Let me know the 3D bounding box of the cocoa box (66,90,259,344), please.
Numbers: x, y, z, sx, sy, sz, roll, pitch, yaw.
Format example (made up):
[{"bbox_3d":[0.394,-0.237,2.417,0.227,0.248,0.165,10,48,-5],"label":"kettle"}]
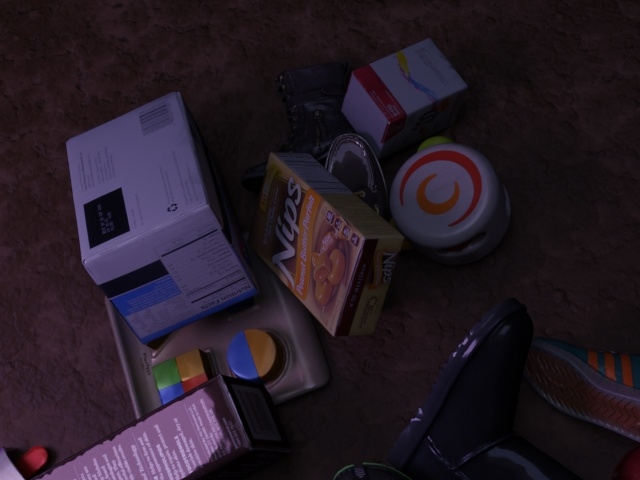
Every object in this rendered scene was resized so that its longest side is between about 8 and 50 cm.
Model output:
[{"bbox_3d":[-0.276,-0.042,1.924,0.231,0.228,0.347,-24,42,3],"label":"cocoa box"}]

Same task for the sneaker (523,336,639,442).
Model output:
[{"bbox_3d":[0.469,0.230,1.811,0.302,0.108,0.121,26,39,32],"label":"sneaker"}]

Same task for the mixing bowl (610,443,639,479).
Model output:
[{"bbox_3d":[0.544,0.389,1.732,0.181,0.098,0.181,-4,69,11],"label":"mixing bowl"}]

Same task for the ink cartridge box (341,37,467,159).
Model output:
[{"bbox_3d":[0.150,-0.254,2.002,0.176,0.128,0.127,-27,68,-20],"label":"ink cartridge box"}]

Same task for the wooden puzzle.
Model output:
[{"bbox_3d":[-0.193,0.163,1.972,0.348,0.080,0.322,-21,67,3],"label":"wooden puzzle"}]

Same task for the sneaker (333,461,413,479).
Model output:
[{"bbox_3d":[0.133,0.563,1.669,0.185,0.202,0.482,-22,74,13],"label":"sneaker"}]

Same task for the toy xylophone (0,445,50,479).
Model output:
[{"bbox_3d":[-0.526,0.512,1.912,0.236,0.081,0.322,-36,68,-3],"label":"toy xylophone"}]

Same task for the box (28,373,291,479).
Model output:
[{"bbox_3d":[-0.260,0.368,1.817,0.381,0.191,0.143,-28,71,12],"label":"box"}]

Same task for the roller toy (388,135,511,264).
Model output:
[{"bbox_3d":[0.226,-0.057,1.932,0.191,0.146,0.209,27,83,28],"label":"roller toy"}]

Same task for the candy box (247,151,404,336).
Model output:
[{"bbox_3d":[0.000,0.000,1.852,0.316,0.088,0.183,44,125,47],"label":"candy box"}]

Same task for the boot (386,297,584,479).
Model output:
[{"bbox_3d":[0.361,0.355,1.698,0.445,0.146,0.367,41,120,25],"label":"boot"}]

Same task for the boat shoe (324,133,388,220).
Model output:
[{"bbox_3d":[0.056,-0.033,1.946,0.117,0.097,0.324,-2,85,9],"label":"boat shoe"}]

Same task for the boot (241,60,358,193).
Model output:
[{"bbox_3d":[-0.044,-0.215,2.082,0.263,0.091,0.229,-16,67,-6],"label":"boot"}]
